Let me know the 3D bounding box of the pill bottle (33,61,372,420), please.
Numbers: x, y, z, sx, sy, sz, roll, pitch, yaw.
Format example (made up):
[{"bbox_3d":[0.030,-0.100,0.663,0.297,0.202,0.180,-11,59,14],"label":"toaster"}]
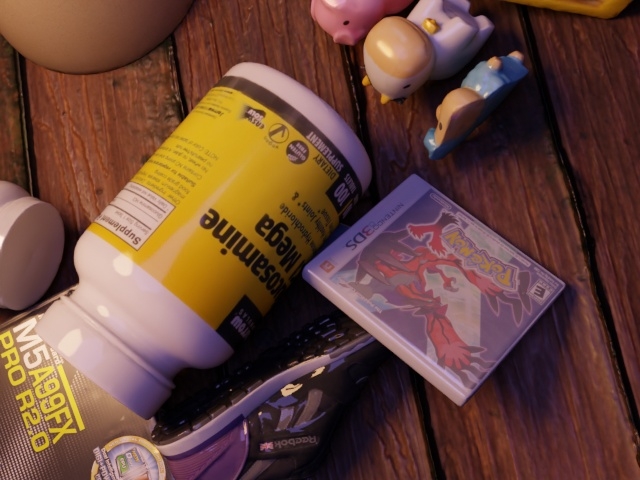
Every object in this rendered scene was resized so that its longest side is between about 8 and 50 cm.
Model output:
[{"bbox_3d":[-0.116,0.002,0.880,0.188,0.188,0.334,35,77,17],"label":"pill bottle"}]

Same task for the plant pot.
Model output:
[{"bbox_3d":[-0.300,-0.361,1.026,0.284,0.191,0.284,-3,76,11],"label":"plant pot"}]

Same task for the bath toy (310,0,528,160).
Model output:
[{"bbox_3d":[0.058,-0.252,0.966,0.348,0.151,0.129,52,126,18],"label":"bath toy"}]

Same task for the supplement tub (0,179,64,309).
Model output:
[{"bbox_3d":[-0.404,-0.006,0.986,0.200,0.144,0.144,15,80,14],"label":"supplement tub"}]

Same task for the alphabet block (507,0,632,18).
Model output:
[{"bbox_3d":[0.253,-0.363,0.891,0.194,0.192,0.197,8,77,-6],"label":"alphabet block"}]

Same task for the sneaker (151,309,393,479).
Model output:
[{"bbox_3d":[-0.019,0.171,0.906,0.283,0.107,0.124,-29,104,-6],"label":"sneaker"}]

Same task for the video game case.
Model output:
[{"bbox_3d":[0.115,0.040,0.887,0.201,0.023,0.183,39,57,17],"label":"video game case"}]

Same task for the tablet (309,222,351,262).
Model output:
[{"bbox_3d":[0.000,0.000,0.974,0.083,0.006,0.054,24,82,15],"label":"tablet"}]

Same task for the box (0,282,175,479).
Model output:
[{"bbox_3d":[-0.274,0.203,0.954,0.216,0.060,0.270,-27,73,5],"label":"box"}]
